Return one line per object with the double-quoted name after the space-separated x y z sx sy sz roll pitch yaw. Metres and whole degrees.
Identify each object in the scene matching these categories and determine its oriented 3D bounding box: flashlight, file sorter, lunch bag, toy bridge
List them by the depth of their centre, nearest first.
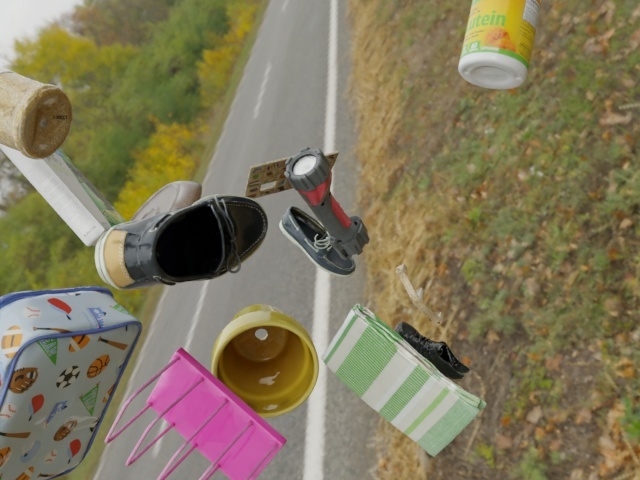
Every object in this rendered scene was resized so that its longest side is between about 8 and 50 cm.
-0.381 0.208 1.086 0.243 0.115 0.303 -5 -53 -59 "lunch bag"
-0.263 0.412 1.613 0.182 0.291 0.202 -41 -12 -51 "file sorter"
0.026 -0.087 1.867 0.103 0.304 0.103 -19 47 20 "flashlight"
0.250 0.143 2.024 0.026 0.188 0.063 -33 14 23 "toy bridge"

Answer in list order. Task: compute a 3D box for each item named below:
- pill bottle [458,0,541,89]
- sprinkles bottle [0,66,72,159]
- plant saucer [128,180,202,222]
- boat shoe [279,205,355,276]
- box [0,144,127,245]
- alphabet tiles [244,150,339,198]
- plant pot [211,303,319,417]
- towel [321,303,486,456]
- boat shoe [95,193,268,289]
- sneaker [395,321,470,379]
0.365 -0.440 1.592 0.136 0.136 0.245 158 127 -71 "pill bottle"
-0.573 -0.238 1.278 0.121 0.355 0.121 -54 -23 -36 "sprinkles bottle"
-0.416 -0.038 1.977 0.310 0.050 0.310 -36 29 24 "plant saucer"
0.000 0.000 2.210 0.095 0.254 0.079 -39 -13 -39 "boat shoe"
-0.557 -0.121 1.743 0.058 0.322 0.232 -41 -2 2 "box"
-0.073 -0.170 2.002 0.198 0.237 0.009 116 135 -67 "alphabet tiles"
-0.143 0.272 1.974 0.254 0.254 0.239 -60 15 11 "plant pot"
0.160 0.294 1.658 0.038 0.325 0.248 -45 -11 -40 "towel"
-0.249 0.001 1.705 0.500 0.156 0.187 -16 -80 -57 "boat shoe"
0.241 0.234 1.723 0.051 0.170 0.089 -32 -8 -39 "sneaker"
